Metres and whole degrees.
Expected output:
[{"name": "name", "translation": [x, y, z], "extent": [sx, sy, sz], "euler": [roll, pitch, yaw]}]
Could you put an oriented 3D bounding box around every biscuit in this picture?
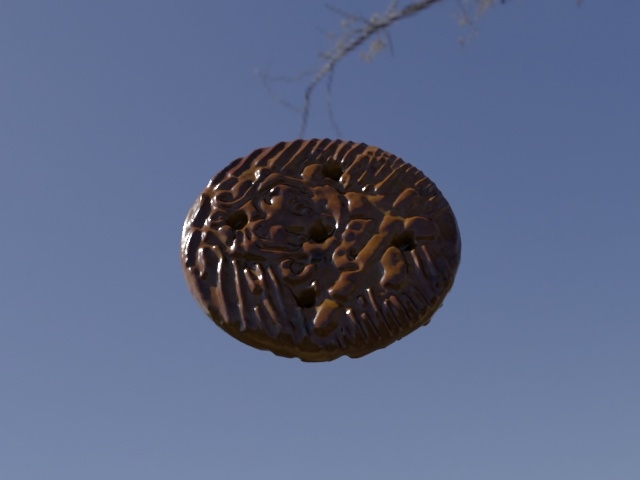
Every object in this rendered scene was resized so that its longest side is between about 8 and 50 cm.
[{"name": "biscuit", "translation": [0.000, -0.001, 0.824], "extent": [0.188, 0.188, 0.027], "euler": [-8, -41, -5]}]
